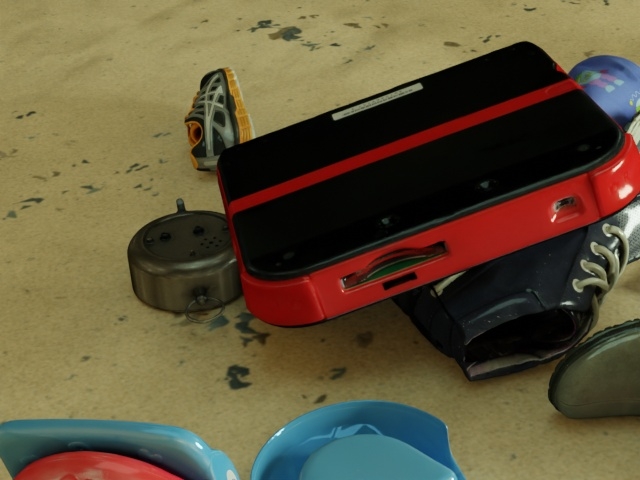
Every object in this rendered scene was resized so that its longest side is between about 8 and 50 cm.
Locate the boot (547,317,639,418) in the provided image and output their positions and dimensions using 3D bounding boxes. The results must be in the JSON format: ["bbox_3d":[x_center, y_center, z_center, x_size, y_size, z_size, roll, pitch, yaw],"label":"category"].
[{"bbox_3d":[0.325,0.137,0.964,0.246,0.083,0.161,-9,37,-6],"label":"boot"}]

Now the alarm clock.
[{"bbox_3d":[-0.130,0.027,1.216,0.129,0.064,0.192,-10,35,-10],"label":"alarm clock"}]

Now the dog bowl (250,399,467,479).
[{"bbox_3d":[0.080,0.223,0.850,0.166,0.074,0.297,-29,38,-35],"label":"dog bowl"}]

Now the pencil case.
[{"bbox_3d":[0.260,-0.108,1.336,0.133,0.119,0.306,9,32,40],"label":"pencil case"}]

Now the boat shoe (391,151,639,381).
[{"bbox_3d":[0.244,0.030,1.121,0.340,0.127,0.158,-20,38,-9],"label":"boat shoe"}]

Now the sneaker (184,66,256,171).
[{"bbox_3d":[-0.135,-0.155,1.498,0.083,0.084,0.215,-13,33,-6],"label":"sneaker"}]

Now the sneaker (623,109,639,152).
[{"bbox_3d":[0.412,-0.094,1.308,0.122,0.110,0.283,21,39,30],"label":"sneaker"}]

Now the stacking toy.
[{"bbox_3d":[-0.158,0.270,0.749,0.166,0.175,0.302,1,42,13],"label":"stacking toy"}]

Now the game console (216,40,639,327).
[{"bbox_3d":[0.091,-0.068,1.175,0.386,0.060,0.342,-20,28,0],"label":"game console"}]
